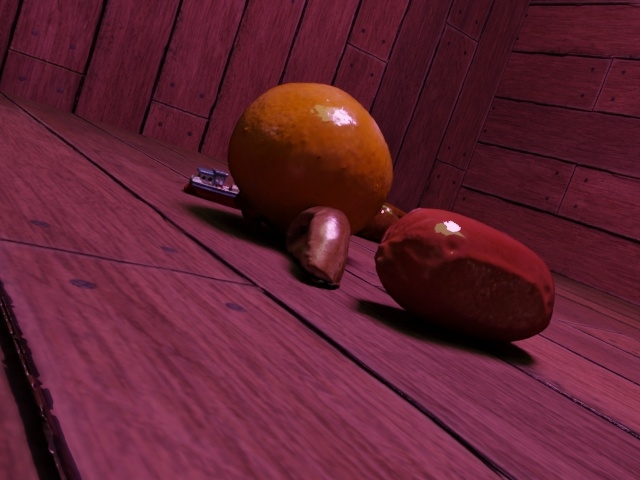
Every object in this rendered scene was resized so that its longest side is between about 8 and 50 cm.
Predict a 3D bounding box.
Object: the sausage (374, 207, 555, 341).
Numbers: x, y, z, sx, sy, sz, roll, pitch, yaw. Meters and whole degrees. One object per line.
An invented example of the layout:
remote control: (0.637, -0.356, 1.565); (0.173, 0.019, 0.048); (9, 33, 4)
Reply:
sausage: (0.178, 0.045, 0.764); (0.255, 0.148, 0.148); (18, 7, -18)

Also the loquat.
loquat: (-0.024, -0.118, 1.029); (0.275, 0.274, 0.275); (19, 7, -2)

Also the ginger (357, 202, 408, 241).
ginger: (0.170, -0.041, 1.566); (0.309, 0.107, 0.133); (13, 23, -20)

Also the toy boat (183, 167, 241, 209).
toy boat: (-0.178, -0.100, 1.247); (0.173, 0.058, 0.069); (17, 7, -19)

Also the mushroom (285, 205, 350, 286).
mushroom: (0.002, 0.001, 0.858); (0.072, 0.094, 0.210); (15, 4, -13)
